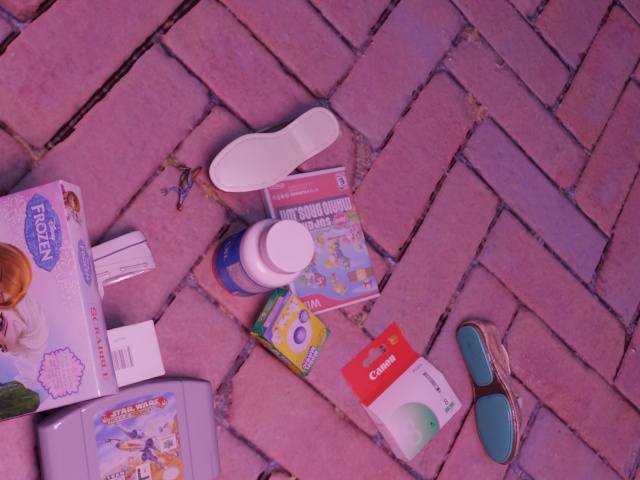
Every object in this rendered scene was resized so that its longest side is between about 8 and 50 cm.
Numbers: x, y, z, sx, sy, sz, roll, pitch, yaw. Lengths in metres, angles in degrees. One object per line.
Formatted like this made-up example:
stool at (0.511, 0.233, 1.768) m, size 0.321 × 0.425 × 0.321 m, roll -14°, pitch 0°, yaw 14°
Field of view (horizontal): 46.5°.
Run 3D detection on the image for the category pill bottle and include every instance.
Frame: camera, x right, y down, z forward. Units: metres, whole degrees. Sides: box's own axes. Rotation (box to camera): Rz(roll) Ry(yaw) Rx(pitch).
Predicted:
pill bottle at (-0.101, 0.029, 1.345) m, size 0.124 × 0.221 × 0.124 m, roll 7°, pitch 75°, yaw -28°

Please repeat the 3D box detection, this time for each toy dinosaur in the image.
toy dinosaur at (-0.250, -0.096, 1.398) m, size 0.090 × 0.047 × 0.082 m, roll -6°, pitch 100°, yaw -41°

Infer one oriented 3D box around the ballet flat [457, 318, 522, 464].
ballet flat at (0.389, 0.322, 1.629) m, size 0.106 × 0.107 × 0.316 m, roll -6°, pitch 82°, yaw -44°

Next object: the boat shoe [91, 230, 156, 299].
boat shoe at (-0.393, 0.066, 1.247) m, size 0.258 × 0.095 × 0.084 m, roll -28°, pitch 89°, yaw -30°

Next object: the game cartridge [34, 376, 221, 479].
game cartridge at (-0.306, 0.334, 1.224) m, size 0.297 × 0.062 × 0.198 m, roll -10°, pitch 101°, yaw -36°

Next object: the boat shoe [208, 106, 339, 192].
boat shoe at (-0.098, -0.168, 1.468) m, size 0.305 × 0.091 × 0.109 m, roll -31°, pitch 96°, yaw -30°

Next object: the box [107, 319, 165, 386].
box at (-0.344, 0.190, 1.201) m, size 0.130 × 0.170 × 0.091 m, roll -12°, pitch 87°, yaw -31°

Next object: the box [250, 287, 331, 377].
box at (-0.048, 0.181, 1.414) m, size 0.179 × 0.043 × 0.105 m, roll 49°, pitch 60°, yaw -41°

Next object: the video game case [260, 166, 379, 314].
video game case at (0.000, 0.000, 1.524) m, size 0.204 × 0.025 × 0.285 m, roll -13°, pitch 86°, yaw -31°

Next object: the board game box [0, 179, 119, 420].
board game box at (-0.480, 0.105, 1.090) m, size 0.317 × 0.066 × 0.319 m, roll -16°, pitch 81°, yaw 7°

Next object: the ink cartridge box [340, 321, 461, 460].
ink cartridge box at (0.170, 0.307, 1.535) m, size 0.181 × 0.056 × 0.225 m, roll -37°, pitch 99°, yaw -31°
